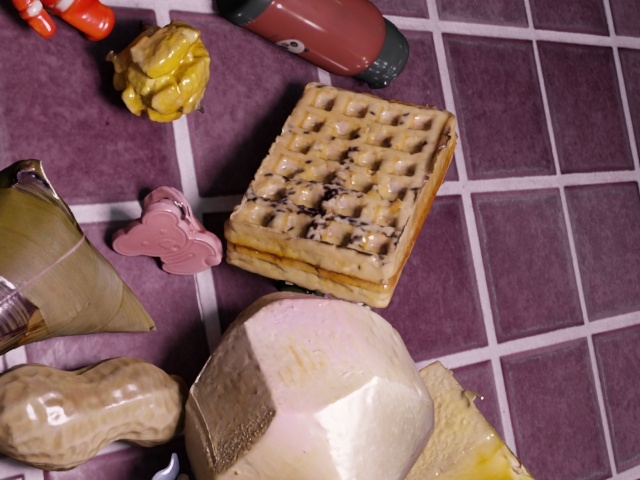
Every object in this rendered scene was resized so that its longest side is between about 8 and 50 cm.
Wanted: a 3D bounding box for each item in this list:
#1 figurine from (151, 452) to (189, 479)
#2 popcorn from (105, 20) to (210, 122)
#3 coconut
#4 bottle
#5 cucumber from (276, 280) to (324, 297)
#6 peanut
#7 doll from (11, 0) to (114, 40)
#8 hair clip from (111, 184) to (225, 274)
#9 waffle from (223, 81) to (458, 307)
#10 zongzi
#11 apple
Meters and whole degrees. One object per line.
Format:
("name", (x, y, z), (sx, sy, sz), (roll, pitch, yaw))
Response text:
("figurine", (-0.190, 0.384, 1.354), (0.128, 0.184, 0.208), (-23, 97, -14))
("popcorn", (-0.217, -0.237, 1.492), (0.152, 0.167, 0.148), (30, 90, -9))
("coconut", (-0.017, 0.254, 1.427), (0.352, 0.352, 0.352), (11, 73, -40))
("bottle", (0.001, -0.349, 1.719), (0.336, 0.144, 0.144), (24, 65, -39))
("cucumber", (0.001, -0.001, 1.687), (0.078, 0.062, 0.211), (36, 59, -30))
("peanut", (-0.286, 0.216, 1.346), (0.298, 0.120, 0.136), (-1, 105, -43))
("doll", (-0.404, -0.385, 1.392), (0.336, 0.105, 0.200), (27, 65, -44))
("hair clip", (-0.204, 0.001, 1.476), (0.138, 0.123, 0.102), (55, 30, -14))
("waffle", (0.035, -0.081, 1.579), (0.376, 0.261, 0.114), (-62, 165, -44))
("zongzi", (-0.335, 0.105, 1.286), (0.317, 0.154, 0.289), (49, 41, -28))
("apple", (0.230, 0.378, 1.689), (0.309, 0.252, 0.314), (55, 45, -40))
